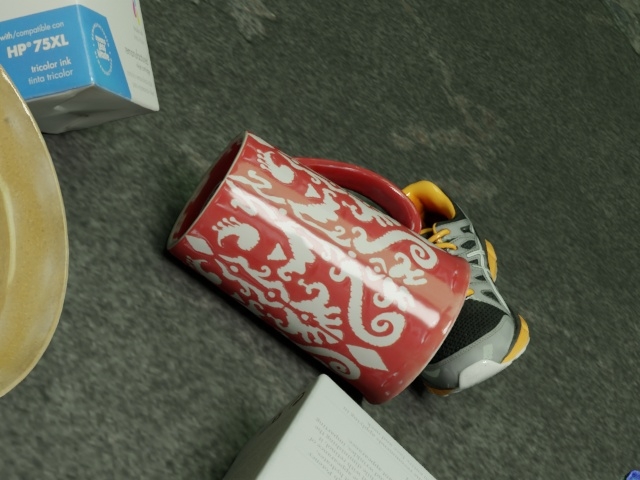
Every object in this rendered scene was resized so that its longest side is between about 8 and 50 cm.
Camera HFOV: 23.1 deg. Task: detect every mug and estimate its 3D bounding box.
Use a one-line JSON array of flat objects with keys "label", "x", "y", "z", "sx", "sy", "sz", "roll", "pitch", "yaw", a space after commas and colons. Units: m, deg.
[{"label": "mug", "x": -0.006, "y": 0.008, "z": 1.020, "sx": 0.169, "sy": 0.113, "sz": 0.150, "roll": 33, "pitch": 14, "yaw": -13}]

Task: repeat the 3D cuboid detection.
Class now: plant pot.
[{"label": "plant pot", "x": -0.218, "y": -0.025, "z": 0.768, "sx": 0.236, "sy": 0.032, "sz": 0.236, "roll": 36, "pitch": 43, "yaw": -42}]

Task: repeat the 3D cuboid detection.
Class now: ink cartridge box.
[{"label": "ink cartridge box", "x": -0.169, "y": -0.188, "z": 0.936, "sx": 0.134, "sy": 0.078, "sz": 0.231, "roll": 9, "pitch": 70, "yaw": -80}]

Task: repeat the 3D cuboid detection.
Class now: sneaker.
[{"label": "sneaker", "x": 0.086, "y": 0.033, "z": 1.110, "sx": 0.083, "sy": 0.084, "sz": 0.215, "roll": 58, "pitch": 9, "yaw": -26}]

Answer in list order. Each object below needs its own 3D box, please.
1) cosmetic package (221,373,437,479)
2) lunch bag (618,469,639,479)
[{"label": "cosmetic package", "x": -0.013, "y": 0.176, "z": 0.788, "sx": 0.117, "sy": 0.085, "sz": 0.231, "roll": 44, "pitch": 29, "yaw": -2}, {"label": "lunch bag", "x": 0.200, "y": 0.233, "z": 0.955, "sx": 0.151, "sy": 0.129, "sz": 0.096, "roll": 38, "pitch": 28, "yaw": -13}]
